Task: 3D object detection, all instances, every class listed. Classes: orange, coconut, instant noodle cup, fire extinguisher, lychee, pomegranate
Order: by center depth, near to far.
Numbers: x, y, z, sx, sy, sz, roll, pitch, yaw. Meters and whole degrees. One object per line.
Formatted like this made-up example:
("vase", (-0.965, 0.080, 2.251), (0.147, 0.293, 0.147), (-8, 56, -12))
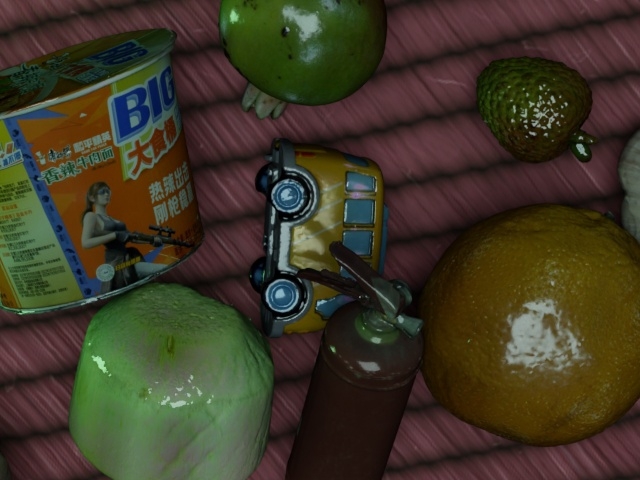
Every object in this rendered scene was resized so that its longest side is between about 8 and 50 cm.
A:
("instant noodle cup", (-0.251, -0.067, 1.794), (0.296, 0.296, 0.214), (-17, 106, 2))
("fire extinguisher", (0.023, 0.138, 1.821), (0.147, 0.106, 0.337), (23, 133, 10))
("orange", (0.229, 0.083, 1.826), (0.264, 0.264, 0.264), (0, 98, 0))
("pomegranate", (-0.027, -0.205, 1.830), (0.180, 0.180, 0.209), (25, 127, -4))
("coconut", (-0.152, 0.169, 1.859), (0.236, 0.204, 0.236), (-9, 125, -13))
("lychee", (0.229, -0.135, 1.861), (0.146, 0.114, 0.114), (37, 97, 14))

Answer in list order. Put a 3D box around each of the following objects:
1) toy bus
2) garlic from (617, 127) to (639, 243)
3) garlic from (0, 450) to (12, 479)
("toy bus", (0.000, 0.000, 1.875), (0.136, 0.126, 0.209), (3, 98, -10))
("garlic", (0.417, -0.040, 1.825), (0.219, 0.212, 0.218), (0, 96, 0))
("garlic", (-0.470, 0.275, 1.831), (0.317, 0.259, 0.317), (-10, 114, -24))
